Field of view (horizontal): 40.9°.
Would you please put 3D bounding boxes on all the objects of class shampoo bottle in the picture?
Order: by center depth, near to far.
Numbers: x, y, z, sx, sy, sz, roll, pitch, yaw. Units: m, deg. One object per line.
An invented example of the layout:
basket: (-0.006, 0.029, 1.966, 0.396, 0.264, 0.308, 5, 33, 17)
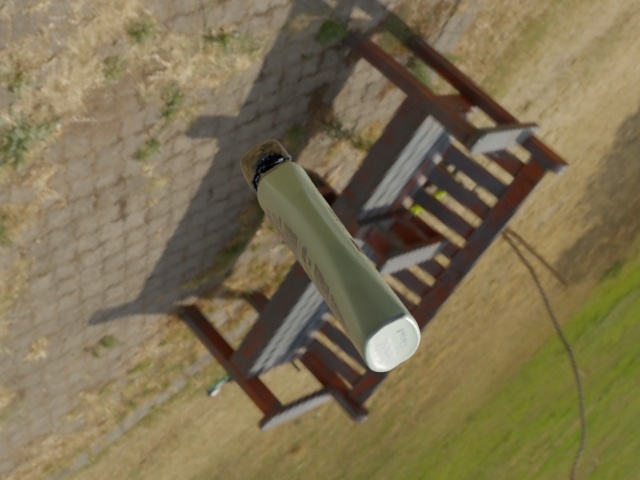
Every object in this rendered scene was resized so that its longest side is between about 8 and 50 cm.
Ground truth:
shampoo bottle: (0.000, 0.000, 1.112, 0.078, 0.359, 0.134, -31, 145, -5)
